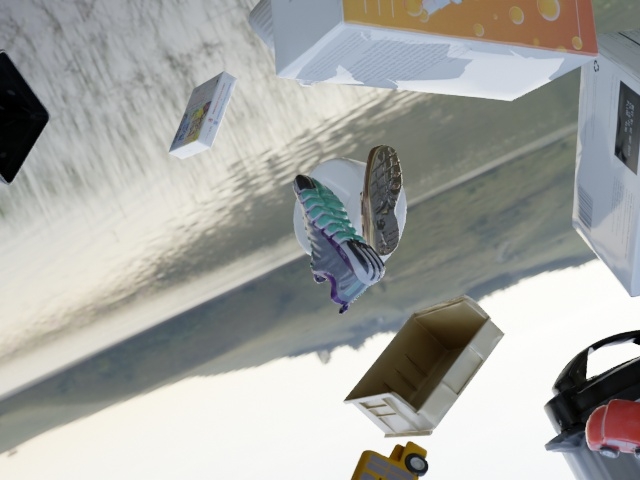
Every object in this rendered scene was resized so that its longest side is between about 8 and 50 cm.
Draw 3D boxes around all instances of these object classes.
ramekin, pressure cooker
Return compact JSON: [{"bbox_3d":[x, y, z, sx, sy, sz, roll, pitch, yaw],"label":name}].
[{"bbox_3d":[0.061,-0.066,2.088,0.135,0.277,0.277,16,149,-43],"label":"ramekin"},{"bbox_3d":[-0.045,-0.389,1.654,0.109,0.207,0.207,-40,177,7],"label":"ramekin"},{"bbox_3d":[0.620,0.361,1.559,0.375,0.421,0.370,-34,154,20],"label":"pressure cooker"}]

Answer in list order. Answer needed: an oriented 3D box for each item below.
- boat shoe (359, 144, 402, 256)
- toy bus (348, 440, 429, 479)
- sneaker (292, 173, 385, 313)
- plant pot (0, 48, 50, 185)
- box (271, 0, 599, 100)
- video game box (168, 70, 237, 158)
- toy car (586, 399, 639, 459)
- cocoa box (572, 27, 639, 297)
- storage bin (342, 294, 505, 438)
[{"bbox_3d":[0.086,-0.065,1.354,0.064,0.178,0.060,-16,-154,-33],"label":"boat shoe"},{"bbox_3d":[0.096,0.505,1.594,0.333,0.130,0.108,-56,168,-52],"label":"toy bus"},{"bbox_3d":[0.000,0.000,1.265,0.083,0.224,0.098,14,123,-45],"label":"sneaker"},{"bbox_3d":[-0.667,-0.237,1.663,0.166,0.188,0.188,5,-124,22],"label":"plant pot"},{"bbox_3d":[0.128,-0.301,1.010,0.345,0.215,0.168,0,171,-28],"label":"box"},{"bbox_3d":[-0.289,-0.302,2.113,0.205,0.048,0.187,-6,-120,61],"label":"video game box"},{"bbox_3d":[0.417,0.183,0.929,0.225,0.053,0.239,-51,-146,0],"label":"toy car"},{"bbox_3d":[0.540,-0.130,1.311,0.227,0.347,0.231,-11,-147,-5],"label":"cocoa box"},{"bbox_3d":[0.210,0.260,1.753,0.262,0.123,0.260,-47,-175,-23],"label":"storage bin"}]
